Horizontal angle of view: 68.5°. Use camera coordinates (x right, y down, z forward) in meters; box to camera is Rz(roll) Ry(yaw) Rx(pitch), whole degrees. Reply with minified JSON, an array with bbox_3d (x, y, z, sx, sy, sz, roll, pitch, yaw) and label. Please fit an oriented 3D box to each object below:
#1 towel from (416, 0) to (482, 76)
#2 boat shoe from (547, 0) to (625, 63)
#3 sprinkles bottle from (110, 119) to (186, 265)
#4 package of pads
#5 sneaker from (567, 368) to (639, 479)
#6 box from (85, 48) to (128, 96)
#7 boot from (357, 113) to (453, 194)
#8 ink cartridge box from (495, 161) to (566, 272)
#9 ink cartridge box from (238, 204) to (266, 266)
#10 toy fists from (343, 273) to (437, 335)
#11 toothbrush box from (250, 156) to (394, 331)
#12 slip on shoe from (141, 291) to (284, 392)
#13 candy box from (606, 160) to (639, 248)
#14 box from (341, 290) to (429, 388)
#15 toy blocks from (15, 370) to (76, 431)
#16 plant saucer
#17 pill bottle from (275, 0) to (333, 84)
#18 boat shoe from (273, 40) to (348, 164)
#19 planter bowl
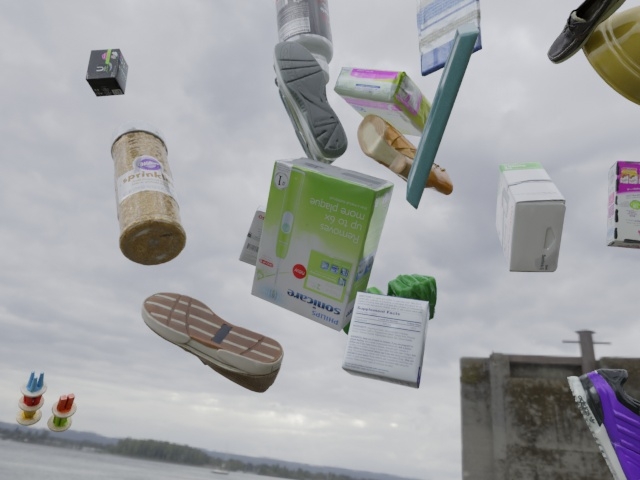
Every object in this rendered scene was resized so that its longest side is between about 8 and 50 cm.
[{"bbox_3d":[0.356,-0.623,1.309,0.034,0.284,0.209,5,-10,-37],"label":"towel"},{"bbox_3d":[0.451,-0.380,0.814,0.049,0.056,0.152,9,-44,-32],"label":"boat shoe"},{"bbox_3d":[-0.362,-0.110,0.971,0.121,0.355,0.121,-15,-42,-14],"label":"sprinkles bottle"},{"bbox_3d":[0.216,-0.428,1.465,0.229,0.101,0.297,20,0,36],"label":"package of pads"},{"bbox_3d":[0.630,0.394,0.931,0.146,0.293,0.102,-28,-22,20],"label":"sneaker"},{"bbox_3d":[-0.443,-0.350,0.980,0.062,0.083,0.052,-5,-26,-1],"label":"box"},{"bbox_3d":[0.239,-0.235,1.336,0.211,0.295,0.104,18,-60,-38],"label":"boot"},{"bbox_3d":[0.540,-0.068,1.235,0.115,0.273,0.198,-1,-63,13],"label":"ink cartridge box"},{"bbox_3d":[-0.176,-0.004,1.584,0.140,0.190,0.082,21,15,-5],"label":"ink cartridge box"},{"bbox_3d":[0.181,0.169,1.232,0.279,0.096,0.142,-18,-50,-12],"label":"toy fists"},{"bbox_3d":[0.000,0.000,0.921,0.206,0.283,0.122,20,21,20],"label":"toothbrush box"},{"bbox_3d":[-0.097,0.088,0.409,0.135,0.051,0.041,20,-62,9],"label":"slip on shoe"},{"bbox_3d":[0.879,-0.094,1.280,0.159,0.233,0.071,7,-13,16],"label":"candy box"},{"bbox_3d":[0.114,0.168,0.800,0.126,0.137,0.072,7,-22,19],"label":"box"},{"bbox_3d":[-0.620,0.363,1.074,0.123,0.054,0.148,19,-63,-15],"label":"toy blocks"},{"bbox_3d":[0.125,-0.130,0.505,0.018,0.067,0.192,16,-57,2],"label":"plant saucer"},{"bbox_3d":[-0.050,-0.659,1.525,0.176,0.318,0.176,-5,-13,-1],"label":"pill bottle"},{"bbox_3d":[-0.038,-0.322,1.117,0.118,0.320,0.103,-20,-9,-31],"label":"boat shoe"},{"bbox_3d":[0.579,-0.348,0.832,0.217,0.217,0.090,15,-29,-15],"label":"planter bowl"}]
